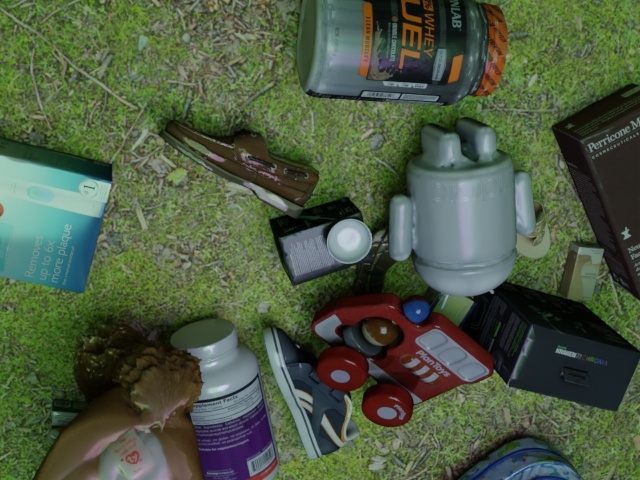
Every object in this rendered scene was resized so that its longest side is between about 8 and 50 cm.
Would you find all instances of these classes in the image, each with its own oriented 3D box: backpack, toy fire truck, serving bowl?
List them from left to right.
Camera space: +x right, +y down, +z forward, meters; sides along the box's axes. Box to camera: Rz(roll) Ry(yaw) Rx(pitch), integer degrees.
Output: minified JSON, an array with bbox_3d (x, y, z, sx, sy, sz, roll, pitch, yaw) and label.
[{"bbox_3d":[0.049,-0.002,1.786,0.083,0.027,0.083,-4,107,-12],"label":"serving bowl"},{"bbox_3d":[0.147,0.198,1.873,0.302,0.169,0.254,41,128,-22],"label":"toy fire truck"},{"bbox_3d":[0.403,0.591,2.094,0.355,0.273,0.290,-46,105,-8],"label":"backpack"}]

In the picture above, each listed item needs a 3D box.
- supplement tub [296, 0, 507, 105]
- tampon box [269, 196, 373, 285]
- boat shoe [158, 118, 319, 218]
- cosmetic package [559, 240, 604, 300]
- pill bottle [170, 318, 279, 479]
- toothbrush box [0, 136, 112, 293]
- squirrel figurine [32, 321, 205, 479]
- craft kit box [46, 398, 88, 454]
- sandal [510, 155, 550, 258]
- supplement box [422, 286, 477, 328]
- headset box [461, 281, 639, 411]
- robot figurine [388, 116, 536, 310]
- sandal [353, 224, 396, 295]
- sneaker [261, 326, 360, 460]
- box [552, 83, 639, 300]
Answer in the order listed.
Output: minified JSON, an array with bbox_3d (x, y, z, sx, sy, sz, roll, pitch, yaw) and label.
[{"bbox_3d":[0.138,-0.343,1.726,0.337,0.207,0.207,1,108,-13],"label":"supplement tub"},{"bbox_3d":[0.000,0.000,1.857,0.160,0.120,0.102,-17,110,-6],"label":"tampon box"},{"bbox_3d":[-0.143,-0.154,1.791,0.307,0.110,0.104,28,96,-29],"label":"boat shoe"},{"bbox_3d":[0.536,0.063,2.035,0.060,0.041,0.115,3,107,-13],"label":"cosmetic package"},{"bbox_3d":[-0.192,0.320,1.892,0.181,0.181,0.323,-13,110,-7],"label":"pill bottle"},{"bbox_3d":[-0.531,-0.054,1.724,0.295,0.126,0.217,15,105,-15],"label":"toothbrush box"},{"bbox_3d":[-0.354,0.353,1.756,0.280,0.370,0.397,21,72,-16],"label":"squirrel figurine"},{"bbox_3d":[-0.419,0.444,1.955,0.249,0.061,0.247,7,109,-14],"label":"craft kit box"},{"bbox_3d":[0.402,-0.051,1.947,0.088,0.079,0.240,-27,112,-2],"label":"sandal"},{"bbox_3d":[0.251,0.132,1.989,0.083,0.056,0.083,28,100,-19],"label":"supplement box"},{"bbox_3d":[0.448,0.201,1.934,0.246,0.283,0.131,15,104,-17],"label":"headset box"},{"bbox_3d":[0.264,-0.046,1.855,0.299,0.200,0.354,-11,110,-11],"label":"robot figurine"},{"bbox_3d":[0.109,0.042,1.938,0.072,0.049,0.180,14,119,-10],"label":"sandal"},{"bbox_3d":[-0.016,0.284,1.950,0.127,0.126,0.321,-21,122,0],"label":"sneaker"},{"bbox_3d":[0.626,-0.093,1.952,0.191,0.143,0.382,-29,110,-1],"label":"box"}]
